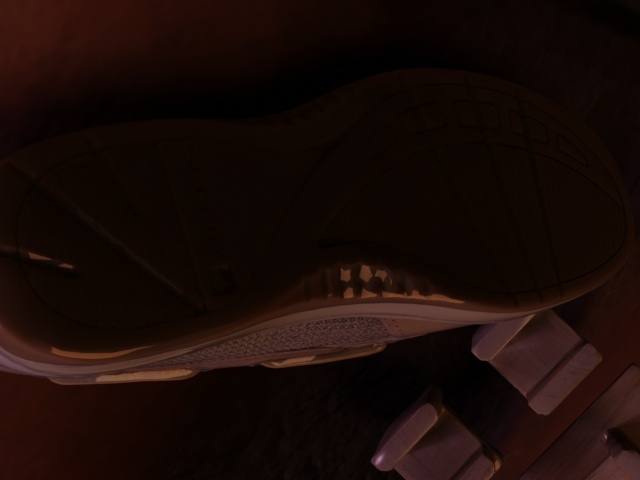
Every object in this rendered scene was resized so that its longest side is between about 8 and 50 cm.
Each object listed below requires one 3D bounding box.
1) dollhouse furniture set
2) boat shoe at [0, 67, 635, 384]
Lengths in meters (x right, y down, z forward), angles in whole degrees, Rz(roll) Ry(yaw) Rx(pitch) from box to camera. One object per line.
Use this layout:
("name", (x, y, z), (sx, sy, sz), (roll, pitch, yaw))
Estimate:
("dollhouse furniture set", (0.185, 0.102, 0.566), (0.242, 0.212, 0.161), (-47, 173, 6))
("boat shoe", (0.000, 0.000, 0.428), (0.302, 0.109, 0.098), (-10, 167, -30))
